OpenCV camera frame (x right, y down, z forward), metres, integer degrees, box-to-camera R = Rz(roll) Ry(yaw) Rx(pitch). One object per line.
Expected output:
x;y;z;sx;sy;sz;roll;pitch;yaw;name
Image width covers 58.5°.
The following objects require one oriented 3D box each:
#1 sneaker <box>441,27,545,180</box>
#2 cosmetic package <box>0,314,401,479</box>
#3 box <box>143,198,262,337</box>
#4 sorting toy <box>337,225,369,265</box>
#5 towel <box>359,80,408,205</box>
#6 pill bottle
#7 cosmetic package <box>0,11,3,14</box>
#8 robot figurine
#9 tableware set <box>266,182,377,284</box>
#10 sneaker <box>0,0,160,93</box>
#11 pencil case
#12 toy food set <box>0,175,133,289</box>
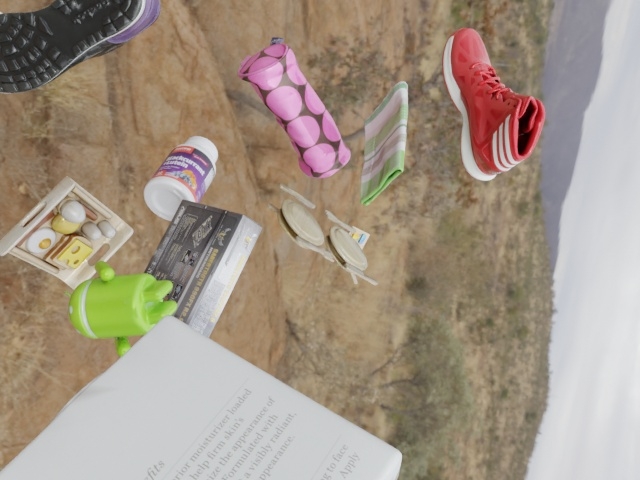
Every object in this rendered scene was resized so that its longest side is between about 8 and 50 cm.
0.244;-0.202;0.775;0.087;0.128;0.221;-10;86;-27;sneaker
-0.070;0.177;0.358;0.151;0.184;0.151;-46;151;-37;cosmetic package
-0.227;0.049;1.018;0.056;0.183;0.231;38;72;-48;box
0.064;0.017;1.136;0.062;0.012;0.083;23;95;-47;sorting toy
0.087;-0.138;0.810;0.113;0.023;0.152;132;-30;-57;towel
-0.288;-0.139;1.220;0.193;0.108;0.108;-73;162;-47;pill bottle
-0.576;-0.320;0.927;0.099;0.239;0.060;23;73;-28;cosmetic package
-0.217;0.071;0.616;0.067;0.115;0.101;-70;154;-72;robot figurine
0.000;0.000;0.885;0.194;0.039;0.128;29;30;-41;tableware set
-0.360;-0.286;0.826;0.124;0.283;0.107;-67;136;-78;sneaker
-0.038;-0.191;0.860;0.095;0.098;0.209;-52;129;-25;pencil case
-0.599;-0.003;1.379;0.219;0.092;0.306;-49;160;-10;toy food set
